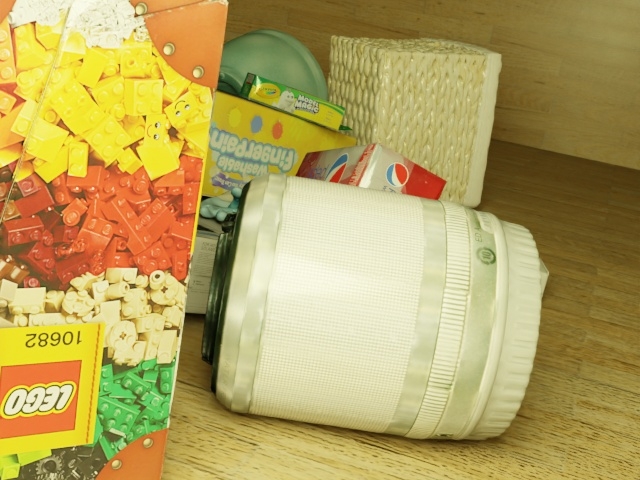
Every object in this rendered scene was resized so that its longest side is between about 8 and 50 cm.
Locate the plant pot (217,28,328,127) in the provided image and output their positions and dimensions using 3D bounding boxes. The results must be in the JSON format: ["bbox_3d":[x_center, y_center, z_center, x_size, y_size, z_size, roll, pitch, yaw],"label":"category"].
[{"bbox_3d":[-0.156,-0.281,1.808,0.293,0.293,0.196,18,26,26],"label":"plant pot"}]

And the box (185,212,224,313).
[{"bbox_3d":[-0.208,-0.001,1.063,0.169,0.087,0.289,11,10,-46],"label":"box"}]

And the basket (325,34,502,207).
[{"bbox_3d":[0.177,-0.260,1.853,0.266,0.332,0.328,-2,19,-20],"label":"basket"}]

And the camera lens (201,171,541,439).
[{"bbox_3d":[0.038,0.061,0.798,0.274,0.220,0.219,9,16,-3],"label":"camera lens"}]

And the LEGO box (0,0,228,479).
[{"bbox_3d":[-0.295,-0.059,0.739,0.193,0.373,0.500,0,19,-34],"label":"LEGO box"}]

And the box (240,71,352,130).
[{"bbox_3d":[-0.035,-0.223,1.413,0.179,0.043,0.105,20,8,-17],"label":"box"}]

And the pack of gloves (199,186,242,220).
[{"bbox_3d":[-0.056,-0.041,1.155,0.195,0.046,0.232,18,11,6],"label":"pack of gloves"}]

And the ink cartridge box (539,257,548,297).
[{"bbox_3d":[0.271,0.049,1.302,0.122,0.052,0.088,10,16,3],"label":"ink cartridge box"}]

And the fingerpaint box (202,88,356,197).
[{"bbox_3d":[-0.215,-0.179,1.454,0.371,0.163,0.444,21,7,33],"label":"fingerpaint box"}]

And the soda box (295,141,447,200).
[{"bbox_3d":[0.041,-0.052,1.008,0.092,0.084,0.263,28,-5,-17],"label":"soda box"}]
